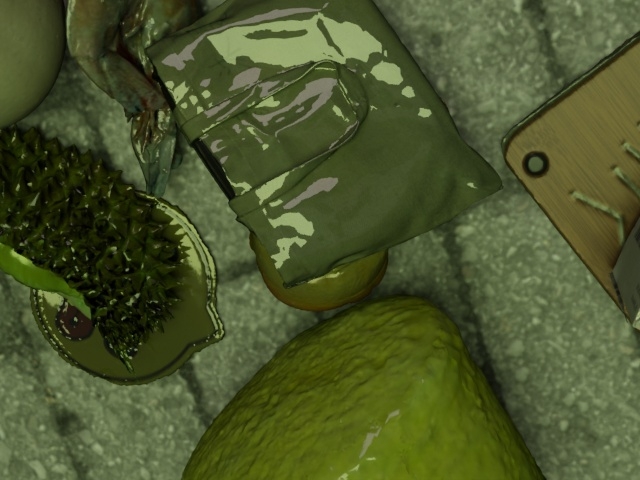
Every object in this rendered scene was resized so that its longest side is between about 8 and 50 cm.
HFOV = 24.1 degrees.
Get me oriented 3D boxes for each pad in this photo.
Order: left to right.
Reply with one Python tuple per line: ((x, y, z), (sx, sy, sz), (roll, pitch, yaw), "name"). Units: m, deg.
((0.376, -0.075, 1.561), (0.284, 0.018, 0.286), (-37, 99, 15), "pad")

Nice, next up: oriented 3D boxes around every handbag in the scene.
((-0.002, -0.124, 1.509), (0.253, 0.109, 0.316), (-31, 87, -6), "handbag")

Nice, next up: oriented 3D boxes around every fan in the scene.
((-0.259, 0.036, 1.678), (0.335, 0.011, 0.229), (24, 107, -1), "fan")

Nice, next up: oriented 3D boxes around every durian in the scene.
((-0.307, -0.012, 1.627), (0.352, 0.158, 0.169), (28, 140, -1), "durian")

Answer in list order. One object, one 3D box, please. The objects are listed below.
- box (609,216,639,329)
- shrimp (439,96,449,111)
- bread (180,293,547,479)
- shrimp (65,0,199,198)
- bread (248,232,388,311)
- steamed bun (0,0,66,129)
((0.470, 0.082, 1.497), (0.333, 0.173, 0.145), (30, 109, -6), "box")
((0.084, -0.125, 1.583), (0.114, 0.023, 0.083), (4, 103, 1), "shrimp")
((0.052, 0.257, 1.545), (0.348, 0.348, 0.308), (-31, 110, 14), "bread")
((-0.193, -0.188, 1.541), (0.062, 0.164, 0.316), (19, 117, 43), "shrimp")
((-0.005, 0.008, 1.580), (0.156, 0.086, 0.125), (14, 66, 2), "bread")
((-0.360, -0.251, 1.488), (0.177, 0.283, 0.283), (-44, 96, -8), "steamed bun")
